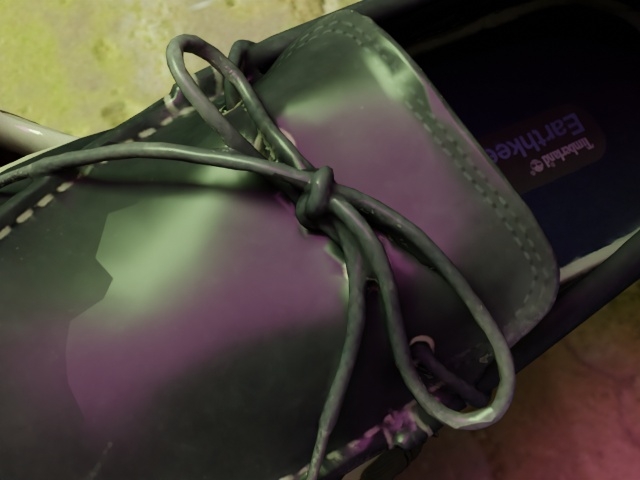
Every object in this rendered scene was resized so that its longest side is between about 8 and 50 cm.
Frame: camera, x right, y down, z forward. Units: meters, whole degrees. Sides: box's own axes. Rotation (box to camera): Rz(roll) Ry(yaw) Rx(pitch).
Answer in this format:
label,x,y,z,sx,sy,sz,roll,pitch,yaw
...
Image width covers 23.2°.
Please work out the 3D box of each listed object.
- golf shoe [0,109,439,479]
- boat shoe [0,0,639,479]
label,x,y,z,sx,sy,sz,roll,pitch,yaw
golf shoe,-0.076,0.027,0.694,0.273,0.120,0.105,26,65,22
boat shoe,0.000,0.000,0.588,0.500,0.156,0.186,-28,79,-29
